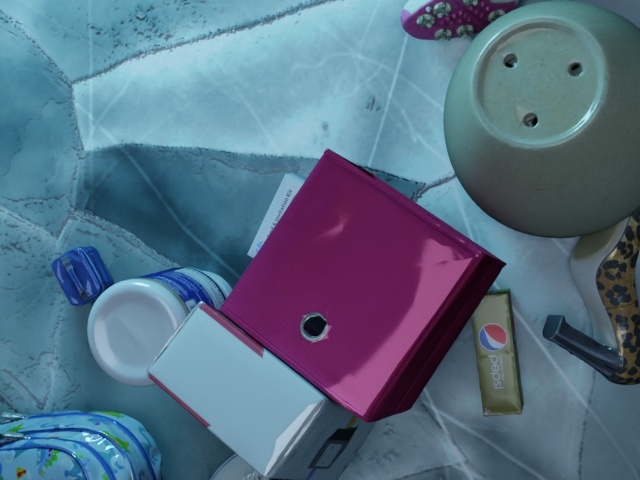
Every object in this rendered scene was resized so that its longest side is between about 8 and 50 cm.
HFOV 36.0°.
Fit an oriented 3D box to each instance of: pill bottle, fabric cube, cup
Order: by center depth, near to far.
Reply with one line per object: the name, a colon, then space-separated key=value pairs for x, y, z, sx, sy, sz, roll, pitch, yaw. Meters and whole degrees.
cup: x=0.301 y=-0.178 z=1.297 sx=0.331 sy=0.237 sz=0.331 roll=-2 pitch=84 yaw=21
fabric cube: x=0.069 y=0.063 z=1.346 sx=0.254 sy=0.259 sz=0.258 roll=36 pitch=97 yaw=17
pill bottle: x=-0.224 y=0.120 z=1.481 sx=0.153 sy=0.264 sz=0.153 roll=1 pitch=94 yaw=15

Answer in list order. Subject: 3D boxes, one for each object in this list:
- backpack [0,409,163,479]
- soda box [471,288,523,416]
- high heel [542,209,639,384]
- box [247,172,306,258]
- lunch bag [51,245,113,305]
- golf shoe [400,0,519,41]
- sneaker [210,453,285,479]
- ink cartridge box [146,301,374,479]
backpack: x=-0.427 y=0.410 z=1.589 sx=0.355 sy=0.273 sz=0.290 roll=-10 pitch=86 yaw=3
soda box: x=0.262 y=0.166 z=1.461 sx=0.058 sy=0.061 sz=0.181 roll=-7 pitch=93 yaw=15
high heel: x=0.446 y=0.070 z=1.416 sx=0.186 sy=0.093 sz=0.261 roll=30 pitch=85 yaw=-18
box: x=0.000 y=0.000 z=1.528 sx=0.186 sy=0.038 sz=0.145 roll=29 pitch=101 yaw=12
lunch bag: x=-0.392 y=0.062 z=1.622 sx=0.067 sy=0.065 sz=0.098 roll=-31 pitch=86 yaw=15
golf shoe: x=0.248 y=-0.394 z=1.404 sx=0.306 sy=0.115 sz=0.140 roll=-24 pitch=59 yaw=21
sneaker: x=-0.076 y=0.361 z=1.553 sx=0.258 sy=0.091 sz=0.094 roll=-29 pitch=87 yaw=15
ink cartridge box: x=-0.070 y=0.220 z=1.373 sx=0.226 sy=0.306 sz=0.131 roll=35 pitch=89 yaw=21
